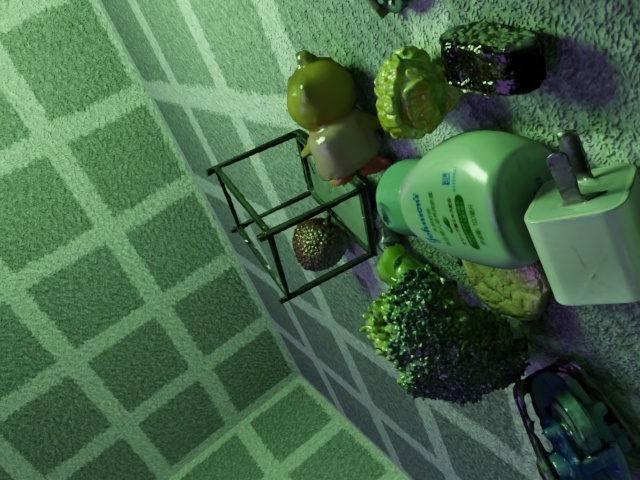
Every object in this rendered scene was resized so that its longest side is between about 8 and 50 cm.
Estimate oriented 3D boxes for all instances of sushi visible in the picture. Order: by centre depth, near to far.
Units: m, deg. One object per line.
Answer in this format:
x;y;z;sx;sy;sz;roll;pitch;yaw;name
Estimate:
0.226;-0.238;0.719;0.150;0.090;0.078;35;149;49;sushi

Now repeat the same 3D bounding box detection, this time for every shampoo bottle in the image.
0.224;-0.069;0.912;0.349;0.151;0.222;14;134;63;shampoo bottle

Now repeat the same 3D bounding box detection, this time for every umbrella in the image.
0.156;-0.015;1.300;0.067;0.062;0.143;12;132;35;umbrella

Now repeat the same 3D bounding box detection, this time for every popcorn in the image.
0.141;-0.229;0.868;0.162;0.135;0.141;16;160;44;popcorn

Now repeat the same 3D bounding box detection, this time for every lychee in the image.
0.000;0.000;1.559;0.165;0.165;0.197;39;117;39;lychee

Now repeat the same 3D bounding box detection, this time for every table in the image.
-0.072;-0.071;1.343;0.335;0.272;0.222;48;159;45;table

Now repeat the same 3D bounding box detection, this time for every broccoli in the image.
0.204;0.132;1.087;0.397;0.275;0.353;61;177;28;broccoli

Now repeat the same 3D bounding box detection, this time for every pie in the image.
0.338;0.061;1.004;0.218;0.052;0.185;61;161;-12;pie

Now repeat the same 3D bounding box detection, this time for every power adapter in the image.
0.338;-0.037;0.694;0.125;0.130;0.205;-11;114;43;power adapter

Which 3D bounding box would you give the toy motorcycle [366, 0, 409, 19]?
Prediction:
0.046;-0.439;0.829;0.229;0.094;0.130;47;168;-17;toy motorcycle

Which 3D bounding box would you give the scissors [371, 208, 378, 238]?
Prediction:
0.093;-0.056;1.429;0.204;0.027;0.101;25;144;52;scissors

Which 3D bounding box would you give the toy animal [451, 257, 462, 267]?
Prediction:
0.286;0.043;1.131;0.084;0.028;0.050;39;147;41;toy animal

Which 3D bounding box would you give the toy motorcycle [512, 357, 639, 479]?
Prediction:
0.502;0.375;1.026;0.182;0.241;0.319;-22;103;29;toy motorcycle

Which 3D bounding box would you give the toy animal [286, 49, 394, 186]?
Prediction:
0.020;-0.243;1.090;0.195;0.169;0.281;-16;108;25;toy animal
